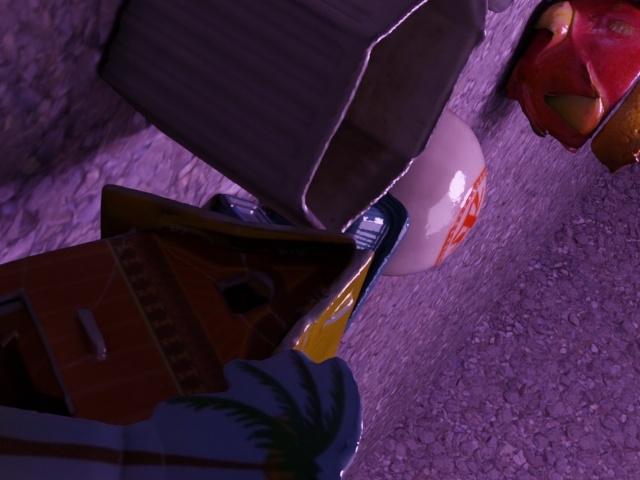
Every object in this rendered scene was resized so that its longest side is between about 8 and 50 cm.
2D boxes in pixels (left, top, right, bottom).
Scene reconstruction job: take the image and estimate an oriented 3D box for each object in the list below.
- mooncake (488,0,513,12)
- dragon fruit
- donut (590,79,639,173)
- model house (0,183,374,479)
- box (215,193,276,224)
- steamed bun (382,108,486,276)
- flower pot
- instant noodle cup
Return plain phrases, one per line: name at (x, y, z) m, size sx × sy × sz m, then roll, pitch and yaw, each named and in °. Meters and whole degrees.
mooncake at (0.249, -0.391, 1.071) m, size 0.254 × 0.136 × 0.250 m, roll -47°, pitch 165°, yaw -25°
dragon fruit at (0.438, -0.302, 1.700) m, size 0.291 × 0.189 × 0.290 m, roll -50°, pitch 172°, yaw -10°
donut at (0.506, -0.193, 1.633) m, size 0.174 × 0.074 × 0.190 m, roll -53°, pitch 175°, yaw 1°
model house at (-0.099, 0.152, 0.638) m, size 0.323 × 0.340 × 0.300 m, roll -16°, pitch 143°, yaw -25°
box at (-0.078, -0.001, 1.031) m, size 0.054 × 0.074 × 0.099 m, roll -47°, pitch 164°, yaw 9°
steamed bun at (0.134, -0.057, 1.298) m, size 0.232 × 0.145 × 0.232 m, roll 20°, pitch 90°, yaw -80°
flower pot at (-0.014, -0.136, 0.741) m, size 0.239 × 0.189 × 0.209 m, roll -46°, pitch 161°, yaw -32°
instant noodle cup at (0.000, 0.000, 1.138) m, size 0.070 × 0.157 × 0.179 m, roll 16°, pitch 109°, yaw -48°
